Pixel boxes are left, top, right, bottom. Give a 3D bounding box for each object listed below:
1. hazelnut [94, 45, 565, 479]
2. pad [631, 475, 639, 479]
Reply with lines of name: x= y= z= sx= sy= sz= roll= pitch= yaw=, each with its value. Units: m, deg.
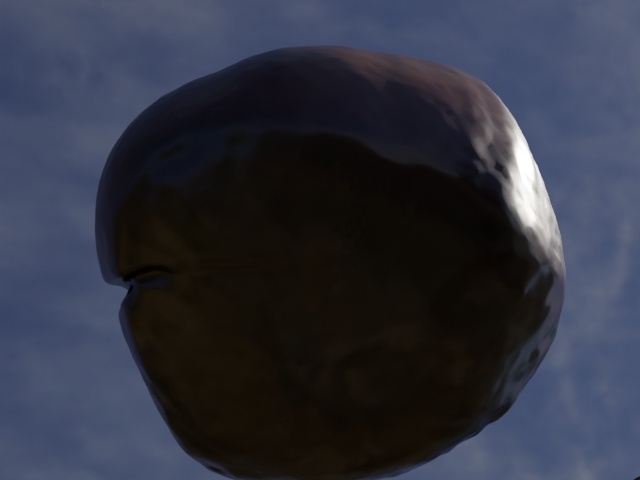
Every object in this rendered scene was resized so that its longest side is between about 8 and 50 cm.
hazelnut: x=0.000 y=0.000 z=0.789 sx=0.208 sy=0.208 sz=0.208 roll=-10 pitch=-52 yaw=-14
pad: x=0.229 y=0.146 z=1.105 sx=0.250 sy=0.055 sz=0.323 roll=-27 pitch=-34 yaw=-23
